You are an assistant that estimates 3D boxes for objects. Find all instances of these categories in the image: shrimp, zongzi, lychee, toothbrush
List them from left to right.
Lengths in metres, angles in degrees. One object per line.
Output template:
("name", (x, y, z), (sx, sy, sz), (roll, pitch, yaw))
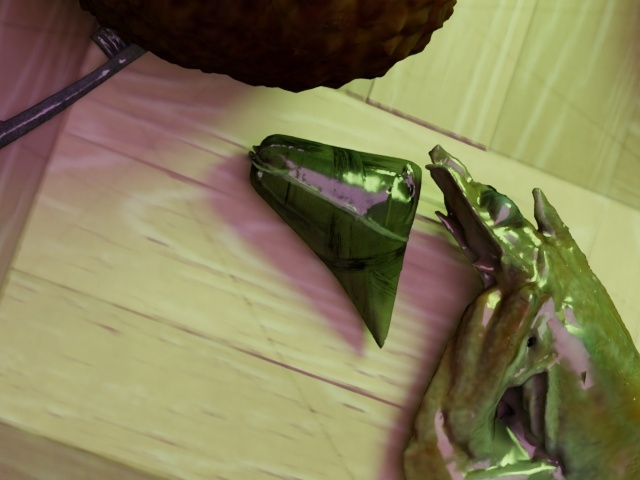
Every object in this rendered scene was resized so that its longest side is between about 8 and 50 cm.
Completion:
("toothbrush", (-0.210, -0.046, 1.029), (0.321, 0.023, 0.031), (-36, 91, -16))
("lychee", (-0.032, -0.206, 0.978), (0.260, 0.260, 0.261), (1, 87, -16))
("zongzi", (0.000, 0.000, 1.081), (0.104, 0.052, 0.113), (11, 97, -8))
("shrimp", (0.114, 0.096, 1.094), (0.168, 0.077, 0.317), (-28, 98, -13))
